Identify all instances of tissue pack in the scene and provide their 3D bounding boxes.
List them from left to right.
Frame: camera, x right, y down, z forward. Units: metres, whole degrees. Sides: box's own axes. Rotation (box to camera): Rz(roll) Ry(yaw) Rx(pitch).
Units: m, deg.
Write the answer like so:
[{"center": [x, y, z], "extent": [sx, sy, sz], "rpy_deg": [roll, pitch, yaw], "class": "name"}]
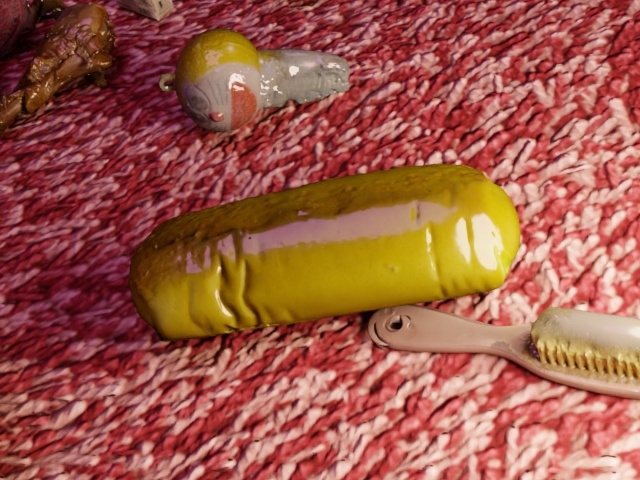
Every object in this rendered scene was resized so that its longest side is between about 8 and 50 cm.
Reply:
[{"center": [-0.241, -0.335, 1.727], "extent": [0.083, 0.062, 0.042], "rpy_deg": [24, 59, 35], "class": "tissue pack"}]

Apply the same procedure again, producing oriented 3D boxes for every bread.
[{"center": [0.000, 0.000, 1.261], "extent": [0.383, 0.112, 0.166], "rpy_deg": [-9, 31, 7], "class": "bread"}]

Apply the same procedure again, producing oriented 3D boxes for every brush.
[{"center": [0.185, 0.082, 1.177], "extent": [0.312, 0.067, 0.072], "rpy_deg": [7, 49, 26], "class": "brush"}]

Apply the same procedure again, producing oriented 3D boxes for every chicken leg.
[{"center": [-0.330, -0.210, 1.619], "extent": [0.101, 0.085, 0.207], "rpy_deg": [32, 69, 23], "class": "chicken leg"}]

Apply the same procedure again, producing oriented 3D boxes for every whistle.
[{"center": [-0.075, -0.181, 1.496], "extent": [0.223, 0.123, 0.123], "rpy_deg": [-2, 43, -7], "class": "whistle"}]

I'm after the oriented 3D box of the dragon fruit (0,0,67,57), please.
[{"center": [-0.484, -0.331, 1.709], "extent": [0.282, 0.211, 0.147], "rpy_deg": [-3, 44, -25], "class": "dragon fruit"}]
